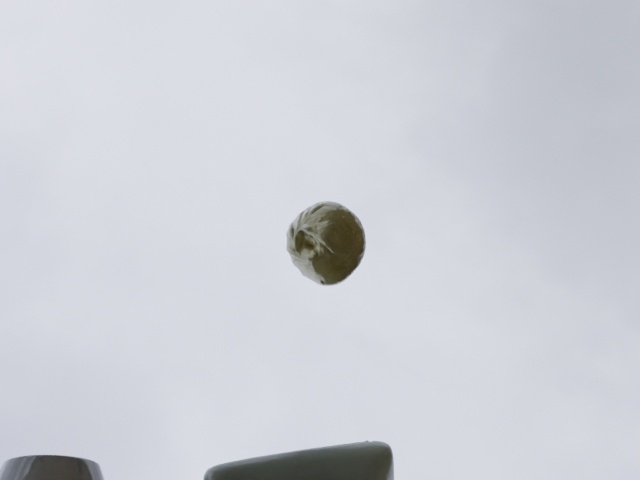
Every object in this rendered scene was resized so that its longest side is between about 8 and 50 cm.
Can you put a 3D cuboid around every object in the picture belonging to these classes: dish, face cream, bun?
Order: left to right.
[{"bbox_3d":[-0.250,0.257,1.050,0.117,0.117,0.104,16,-117,-33],"label":"face cream"},{"bbox_3d":[-0.007,0.317,1.045,0.182,0.080,0.243,-6,-74,-15],"label":"dish"},{"bbox_3d":[0.000,0.000,1.117,0.055,0.086,0.086,17,-101,-50],"label":"bun"}]
